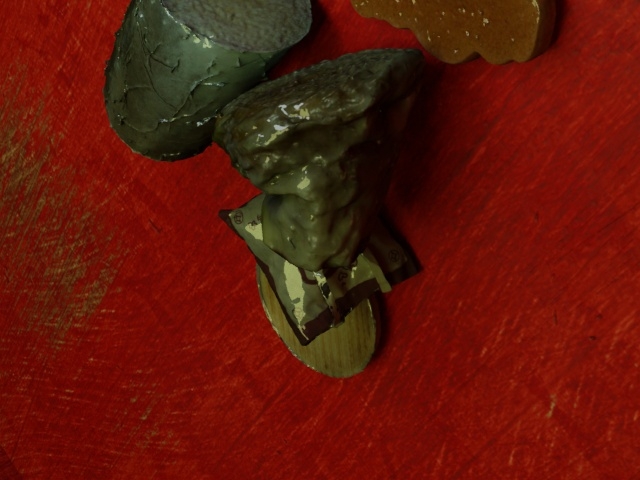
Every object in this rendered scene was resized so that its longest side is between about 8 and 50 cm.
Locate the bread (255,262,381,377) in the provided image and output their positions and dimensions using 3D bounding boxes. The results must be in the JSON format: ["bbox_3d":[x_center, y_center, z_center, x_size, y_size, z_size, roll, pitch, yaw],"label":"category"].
[{"bbox_3d":[-0.001,0.089,2.104,0.267,0.040,0.267,26,128,38],"label":"bread"}]

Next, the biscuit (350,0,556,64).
[{"bbox_3d":[0.155,-0.324,1.683,0.334,0.047,0.202,34,134,34],"label":"biscuit"}]

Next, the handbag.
[{"bbox_3d":[0.000,0.000,1.944,0.235,0.213,0.127,58,179,10],"label":"handbag"}]

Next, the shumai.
[{"bbox_3d":[0.027,-0.094,1.775,0.304,0.309,0.263,-12,106,24],"label":"shumai"}]

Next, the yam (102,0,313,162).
[{"bbox_3d":[-0.180,-0.277,1.964,0.241,0.241,0.348,56,143,9],"label":"yam"}]
